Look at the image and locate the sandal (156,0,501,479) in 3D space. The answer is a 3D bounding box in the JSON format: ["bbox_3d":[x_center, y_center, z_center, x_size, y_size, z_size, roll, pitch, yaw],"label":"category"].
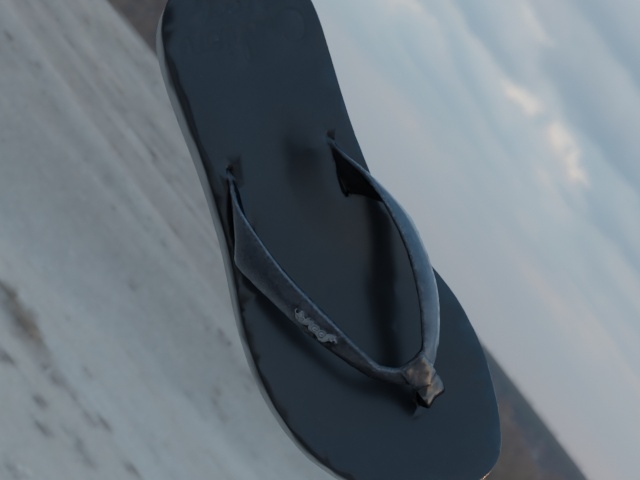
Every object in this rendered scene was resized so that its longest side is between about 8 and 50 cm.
[{"bbox_3d":[-0.001,0.000,0.592,0.255,0.097,0.054,63,-16,0],"label":"sandal"}]
